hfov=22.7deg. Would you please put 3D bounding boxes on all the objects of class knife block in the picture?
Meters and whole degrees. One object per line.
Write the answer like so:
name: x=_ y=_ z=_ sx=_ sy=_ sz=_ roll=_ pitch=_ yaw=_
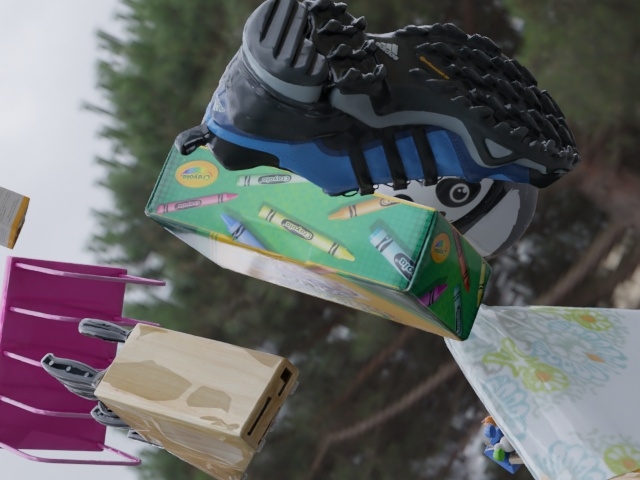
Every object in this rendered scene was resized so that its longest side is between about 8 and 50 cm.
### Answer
knife block: x=-0.157 y=0.137 z=1.555 sx=0.088 sy=0.242 sz=0.275 roll=-60 pitch=-2 yaw=-21

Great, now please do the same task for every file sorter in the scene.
file sorter: x=-0.360 y=0.183 z=2.386 sx=0.202 sy=0.182 sz=0.290 roll=8 pitch=-90 yaw=-36

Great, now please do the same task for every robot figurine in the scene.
robot figurine: x=0.143 y=-0.068 z=1.776 sx=0.209 sy=0.173 sz=0.278 roll=-59 pitch=-27 yaw=-2

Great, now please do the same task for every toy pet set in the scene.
toy pet set: x=0.211 y=0.247 z=1.871 sx=0.114 sy=0.065 sz=0.122 roll=-41 pitch=-65 yaw=-51

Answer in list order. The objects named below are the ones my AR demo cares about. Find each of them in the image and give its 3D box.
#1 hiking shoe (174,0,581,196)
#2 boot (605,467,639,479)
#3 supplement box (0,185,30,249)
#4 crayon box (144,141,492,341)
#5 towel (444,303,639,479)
hiking shoe: x=0.052 y=-0.088 z=1.170 sx=0.304 sy=0.113 sz=0.132 roll=15 pitch=-44 yaw=-31
boot: x=0.297 y=0.179 z=1.045 sx=0.295 sy=0.104 sz=0.211 roll=-40 pitch=-31 yaw=29
supplement box: x=-0.323 y=-0.033 z=1.480 sx=0.062 sy=0.098 sz=0.036 roll=128 pitch=162 yaw=-66
crayon box: x=0.000 y=0.000 z=1.468 sx=0.165 sy=0.278 sz=0.081 roll=39 pitch=-110 yaw=-60
towel: x=0.338 y=0.179 z=1.513 sx=0.374 sy=0.320 sz=0.090 roll=4 pitch=-62 yaw=-26
